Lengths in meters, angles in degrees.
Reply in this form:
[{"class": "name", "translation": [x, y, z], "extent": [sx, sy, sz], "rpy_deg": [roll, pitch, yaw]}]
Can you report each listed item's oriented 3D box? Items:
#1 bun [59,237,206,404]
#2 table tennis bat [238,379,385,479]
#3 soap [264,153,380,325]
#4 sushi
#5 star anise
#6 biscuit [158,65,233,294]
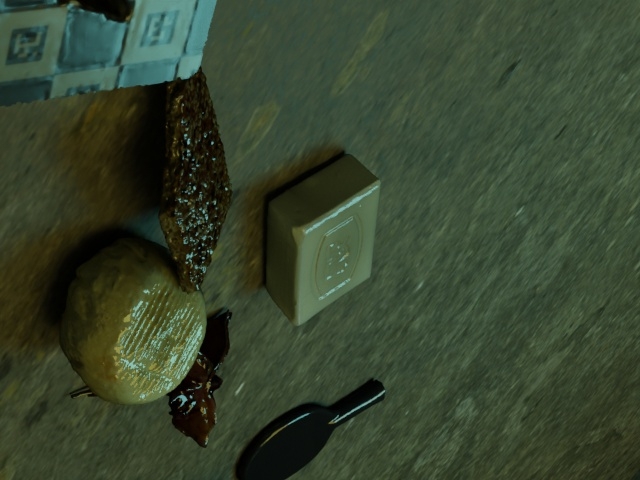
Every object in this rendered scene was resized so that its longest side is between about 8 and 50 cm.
[{"class": "bun", "translation": [-0.195, 0.078, 1.586], "extent": [0.164, 0.111, 0.188], "rpy_deg": [-62, 152, -5]}, {"class": "table tennis bat", "translation": [-0.012, 0.261, 2.142], "extent": [0.236, 0.027, 0.150], "rpy_deg": [-31, 149, -19]}, {"class": "soap", "translation": [0.000, 0.000, 1.762], "extent": [0.121, 0.064, 0.183], "rpy_deg": [-32, 151, -24]}, {"class": "sushi", "translation": [-0.211, -0.255, 1.149], "extent": [0.359, 0.064, 0.343], "rpy_deg": [-15, 137, -39]}, {"class": "star anise", "translation": [-0.178, 0.151, 1.751], "extent": [0.140, 0.144, 0.158], "rpy_deg": [-11, 111, -72]}, {"class": "biscuit", "translation": [-0.121, -0.058, 1.492], "extent": [0.237, 0.026, 0.131], "rpy_deg": [81, 20, -58]}]
